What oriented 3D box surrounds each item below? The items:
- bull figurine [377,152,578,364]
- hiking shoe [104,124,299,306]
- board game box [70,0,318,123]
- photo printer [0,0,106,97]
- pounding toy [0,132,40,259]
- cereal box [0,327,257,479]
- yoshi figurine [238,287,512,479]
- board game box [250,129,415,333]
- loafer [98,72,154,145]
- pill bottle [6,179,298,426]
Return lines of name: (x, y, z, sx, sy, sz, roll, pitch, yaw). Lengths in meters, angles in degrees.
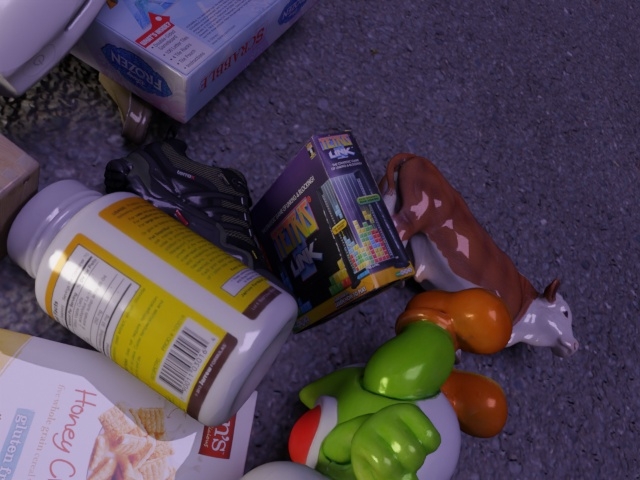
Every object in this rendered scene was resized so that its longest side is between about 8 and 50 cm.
bull figurine: (0.158, 0.046, 0.648, 0.310, 0.101, 0.188, 48, 57, -3)
hiking shoe: (-0.091, -0.017, 0.547, 0.227, 0.086, 0.114, 45, 55, -6)
board game box: (-0.176, -0.310, 0.597, 0.318, 0.066, 0.318, 33, 56, 4)
photo printer: (-0.302, -0.263, 0.431, 0.307, 0.107, 0.256, 21, 77, -2)
pounding toy: (-0.293, -0.079, 0.388, 0.181, 0.206, 0.094, 40, 55, -8)
cereal box: (-0.178, 0.177, 0.437, 0.240, 0.047, 0.173, 19, 61, -21)
yoshi figurine: (0.058, 0.186, 0.411, 0.203, 0.203, 0.362, 47, 46, 8)
board game box: (0.000, 0.000, 0.539, 0.048, 0.170, 0.141, -17, 77, -32)
loafer: (-0.197, -0.159, 0.572, 0.050, 0.056, 0.148, 3, 57, -26)
pill bottle: (-0.134, 0.041, 0.447, 0.215, 0.117, 0.117, 32, 55, 9)
